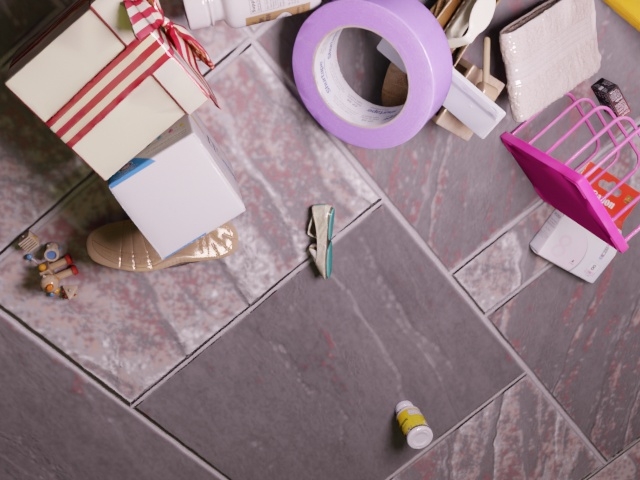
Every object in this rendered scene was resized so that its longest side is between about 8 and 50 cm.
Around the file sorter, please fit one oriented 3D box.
[{"bbox_3d":[0.543,-0.155,1.572,0.182,0.290,0.202,-41,119,4],"label":"file sorter"}]

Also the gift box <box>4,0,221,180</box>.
[{"bbox_3d":[-0.326,-0.273,1.283,0.258,0.276,0.255,-40,125,5],"label":"gift box"}]

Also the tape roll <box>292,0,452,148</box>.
[{"bbox_3d":[0.089,-0.303,1.389,0.275,0.090,0.275,18,129,23],"label":"tape roll"}]

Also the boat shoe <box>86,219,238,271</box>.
[{"bbox_3d":[-0.306,0.011,1.527,0.285,0.092,0.103,-6,82,-17],"label":"boat shoe"}]

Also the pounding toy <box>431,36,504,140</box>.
[{"bbox_3d":[0.293,-0.284,1.481,0.094,0.206,0.181,25,107,-25],"label":"pounding toy"}]

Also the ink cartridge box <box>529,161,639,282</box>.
[{"bbox_3d":[0.614,-0.036,1.786,0.189,0.066,0.232,25,111,-25],"label":"ink cartridge box"}]

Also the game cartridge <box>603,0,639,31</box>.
[{"bbox_3d":[0.730,-0.475,1.463,0.285,0.323,0.053,-42,155,7],"label":"game cartridge"}]

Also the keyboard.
[{"bbox_3d":[0.212,-0.285,1.396,0.256,0.014,0.072,42,142,3],"label":"keyboard"}]

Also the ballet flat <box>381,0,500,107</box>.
[{"bbox_3d":[0.234,-0.366,1.437,0.116,0.124,0.342,29,105,-28],"label":"ballet flat"}]

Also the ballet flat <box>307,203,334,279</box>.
[{"bbox_3d":[0.000,0.000,1.642,0.052,0.057,0.168,8,113,11],"label":"ballet flat"}]

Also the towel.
[{"bbox_3d":[0.450,-0.364,1.511,0.282,0.049,0.187,-36,123,-29],"label":"towel"}]

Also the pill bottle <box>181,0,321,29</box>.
[{"bbox_3d":[-0.123,-0.433,1.334,0.229,0.131,0.131,-16,119,-7],"label":"pill bottle"}]

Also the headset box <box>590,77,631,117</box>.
[{"bbox_3d":[0.611,-0.294,1.648,0.032,0.062,0.083,-39,119,7],"label":"headset box"}]

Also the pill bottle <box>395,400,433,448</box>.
[{"bbox_3d":[0.219,0.437,1.877,0.065,0.116,0.065,-6,117,-12],"label":"pill bottle"}]

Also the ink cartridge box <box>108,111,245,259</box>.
[{"bbox_3d":[-0.259,-0.117,1.397,0.171,0.232,0.168,-32,118,2],"label":"ink cartridge box"}]

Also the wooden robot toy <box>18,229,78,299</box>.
[{"bbox_3d":[-0.513,0.063,1.506,0.076,0.079,0.173,-23,120,-3],"label":"wooden robot toy"}]
